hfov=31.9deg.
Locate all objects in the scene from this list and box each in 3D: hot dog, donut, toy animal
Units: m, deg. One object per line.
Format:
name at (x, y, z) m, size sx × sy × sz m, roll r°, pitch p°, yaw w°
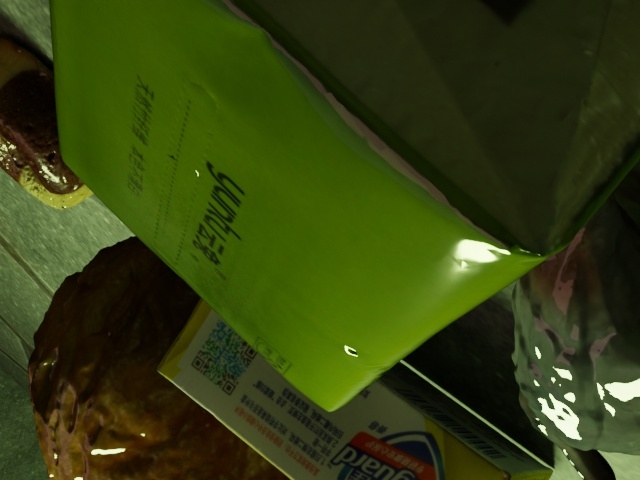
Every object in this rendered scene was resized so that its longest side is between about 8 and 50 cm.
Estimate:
hot dog at (-0.107, 0.172, 1.031) m, size 0.174 × 0.267 × 0.387 m, roll -17°, pitch 121°, yaw 46°
donut at (-0.271, -0.102, 1.062) m, size 0.166 × 0.073 × 0.184 m, roll 38°, pitch 161°, yaw 7°
toy animal at (0.150, 0.066, 0.559) m, size 0.195 × 0.090 × 0.324 m, roll 45°, pitch 158°, yaw -2°

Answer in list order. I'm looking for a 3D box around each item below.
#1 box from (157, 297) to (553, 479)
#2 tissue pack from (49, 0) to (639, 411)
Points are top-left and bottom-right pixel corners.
box at (0.030, 0.136, 0.838) m, size 0.265 × 0.097 × 0.168 m, roll 35°, pitch -176°, yaw 22°
tissue pack at (0.007, -0.067, 0.456) m, size 0.200 × 0.167 × 0.274 m, roll 43°, pitch 161°, yaw 3°
